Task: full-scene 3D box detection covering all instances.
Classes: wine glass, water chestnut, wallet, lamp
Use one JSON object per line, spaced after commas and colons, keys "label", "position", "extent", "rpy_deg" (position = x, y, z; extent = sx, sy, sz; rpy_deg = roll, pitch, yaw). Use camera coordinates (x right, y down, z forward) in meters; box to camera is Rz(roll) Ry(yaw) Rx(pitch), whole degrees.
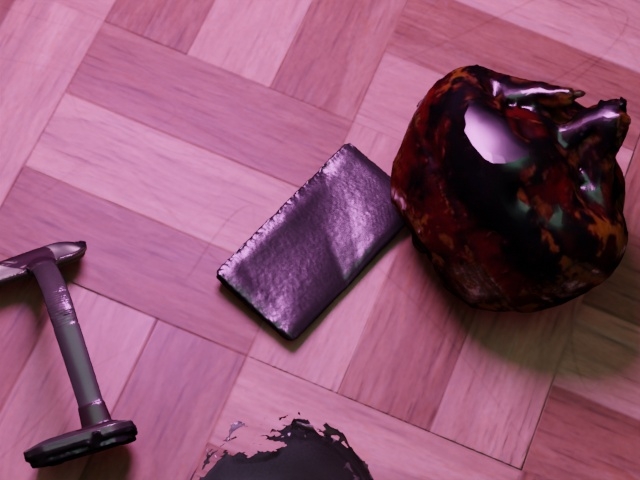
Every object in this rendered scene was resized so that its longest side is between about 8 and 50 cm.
{"label": "wine glass", "position": [-0.044, 0.299, 1.500], "extent": [0.191, 0.357, 0.190], "rpy_deg": [2, 64, -3]}
{"label": "water chestnut", "position": [0.223, -0.062, 1.758], "extent": [0.289, 0.244, 0.289], "rpy_deg": [1, 66, -3]}
{"label": "wallet", "position": [0.000, 0.000, 1.821], "extent": [0.124, 0.025, 0.244], "rpy_deg": [40, 64, 10]}
{"label": "lamp", "position": [-0.324, 0.125, 1.678], "extent": [0.203, 0.124, 0.283], "rpy_deg": [-19, 66, -4]}
